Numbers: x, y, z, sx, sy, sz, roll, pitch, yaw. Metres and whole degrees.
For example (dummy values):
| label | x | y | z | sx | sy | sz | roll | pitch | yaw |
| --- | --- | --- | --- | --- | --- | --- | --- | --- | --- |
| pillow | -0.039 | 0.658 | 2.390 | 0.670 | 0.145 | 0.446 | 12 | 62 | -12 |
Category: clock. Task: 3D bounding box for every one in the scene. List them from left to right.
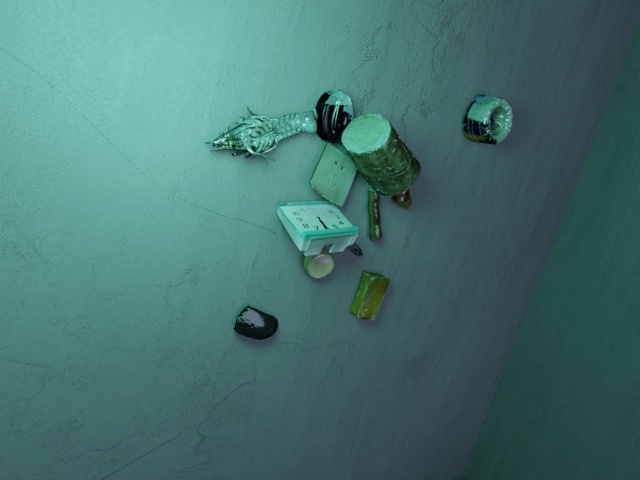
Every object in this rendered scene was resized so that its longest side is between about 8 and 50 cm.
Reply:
| label | x | y | z | sx | sy | sz | roll | pitch | yaw |
| --- | --- | --- | --- | --- | --- | --- | --- | --- | --- |
| clock | -0.017 | -0.054 | 1.646 | 0.262 | 0.231 | 0.116 | -6 | 131 | -34 |

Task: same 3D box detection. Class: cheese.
| label | x | y | z | sx | sy | sz | roll | pitch | yaw |
| --- | --- | --- | --- | --- | --- | --- | --- | --- | --- |
| cheese | -0.016 | 0.069 | 1.759 | 0.137 | 0.064 | 0.227 | -26 | 133 | -9 |

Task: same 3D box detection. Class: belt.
| label | x | y | z | sx | sy | sz | roll | pitch | yaw |
| --- | --- | --- | --- | --- | --- | --- | --- | --- | --- |
| belt | 0.055 | -0.483 | 1.613 | 0.151 | 0.078 | 0.198 | -12 | 116 | -32 |

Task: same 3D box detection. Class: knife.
| label | x | y | z | sx | sy | sz | roll | pitch | yaw |
| --- | --- | --- | --- | --- | --- | --- | --- | --- | --- |
| knife | 0.124 | 0.018 | 1.834 | 0.278 | 0.123 | 0.053 | 23 | 68 | -55 |

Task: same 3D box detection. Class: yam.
| label | x | y | z | sx | sy | sz | roll | pitch | yaw |
| --- | --- | --- | --- | --- | --- | --- | --- | --- | --- |
| yam | 0.247 | -0.120 | 1.898 | 0.061 | 0.061 | 0.252 | -18 | 116 | -28 |
| yam | 0.248 | -0.338 | 1.669 | 0.241 | 0.241 | 0.348 | -56 | 139 | -3 |

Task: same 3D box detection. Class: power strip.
| label | x | y | z | sx | sy | sz | roll | pitch | yaw |
| --- | --- | --- | --- | --- | --- | --- | --- | --- | --- |
| power strip | 0.046 | -0.265 | 1.701 | 0.198 | 0.065 | 0.213 | 34 | 74 | -36 |

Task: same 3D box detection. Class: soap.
| label | x | y | z | sx | sy | sz | roll | pitch | yaw |
| --- | --- | --- | --- | --- | --- | --- | --- | --- | --- |
| soap | 0.244 | 0.271 | 2.037 | 0.135 | 0.076 | 0.233 | 11 | 100 | -38 |

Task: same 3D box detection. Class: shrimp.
| label | x | y | z | sx | sy | sz | roll | pitch | yaw |
| --- | --- | --- | --- | --- | --- | --- | --- | --- | --- |
| shrimp | -0.193 | -0.372 | 1.448 | 0.411 | 0.166 | 0.221 | -30 | 121 | -36 |

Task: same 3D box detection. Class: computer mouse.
| label | x | y | z | sx | sy | sz | roll | pitch | yaw |
| --- | --- | --- | --- | --- | --- | --- | --- | --- | --- |
| computer mouse | -0.257 | 0.353 | 1.727 | 0.217 | 0.073 | 0.122 | 30 | 90 | -37 |

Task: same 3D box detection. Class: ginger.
| label | x | y | z | sx | sy | sz | roll | pitch | yaw |
| --- | --- | --- | --- | --- | --- | --- | --- | --- | --- |
| ginger | 0.388 | -0.225 | 1.947 | 0.095 | 0.069 | 0.190 | -22 | 120 | -21 |

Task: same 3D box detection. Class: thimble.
| label | x | y | z | sx | sy | sz | roll | pitch | yaw |
| --- | --- | --- | --- | --- | --- | --- | --- | --- | --- |
| thimble | 0.833 | -0.601 | 2.058 | 0.237 | 0.150 | 0.237 | -12 | 113 | -30 |
